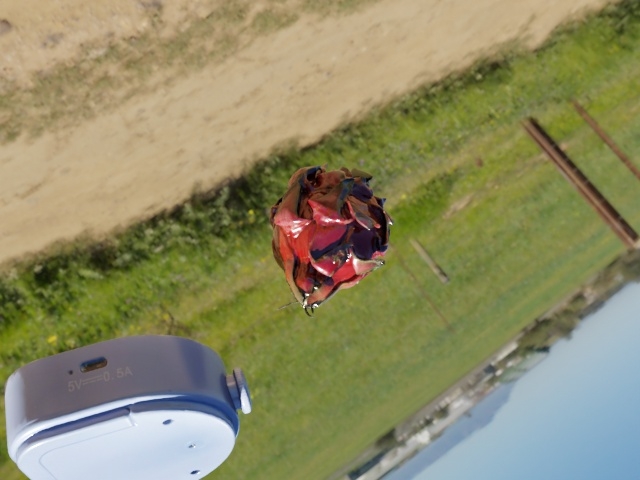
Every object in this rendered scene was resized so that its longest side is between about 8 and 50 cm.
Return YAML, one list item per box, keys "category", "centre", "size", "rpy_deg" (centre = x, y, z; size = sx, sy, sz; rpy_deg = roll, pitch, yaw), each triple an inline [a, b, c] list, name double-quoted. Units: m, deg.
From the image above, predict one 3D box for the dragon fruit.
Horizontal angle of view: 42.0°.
- category: "dragon fruit"
  centre: [0.000, 0.000, 1.474]
  size: [0.293, 0.233, 0.234]
  rpy_deg: [-55, 175, -30]

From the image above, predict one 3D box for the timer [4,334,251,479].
- category: "timer"
  centre: [-0.304, 0.289, 1.390]
  size: [0.394, 0.173, 0.395]
  rpy_deg: [-13, 145, -10]
